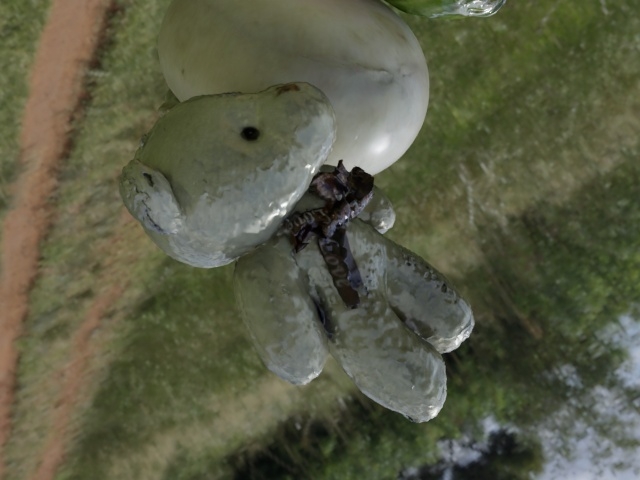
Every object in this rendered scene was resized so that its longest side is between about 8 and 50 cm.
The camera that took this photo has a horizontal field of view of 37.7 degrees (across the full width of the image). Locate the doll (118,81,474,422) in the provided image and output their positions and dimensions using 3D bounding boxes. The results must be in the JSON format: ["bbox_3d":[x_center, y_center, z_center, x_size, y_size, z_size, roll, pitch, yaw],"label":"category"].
[{"bbox_3d":[0.002,-0.003,0.653,0.149,0.278,0.175,-48,-169,11],"label":"doll"}]

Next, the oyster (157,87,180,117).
[{"bbox_3d":[-0.072,-0.226,1.421,0.351,0.238,0.115,-8,158,-8],"label":"oyster"}]

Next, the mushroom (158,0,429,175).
[{"bbox_3d":[-0.031,-0.139,0.836,0.246,0.246,0.202,-21,149,-57],"label":"mushroom"}]

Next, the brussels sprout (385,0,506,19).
[{"bbox_3d":[0.093,-0.263,0.811,0.122,0.149,0.151,3,149,29],"label":"brussels sprout"}]
